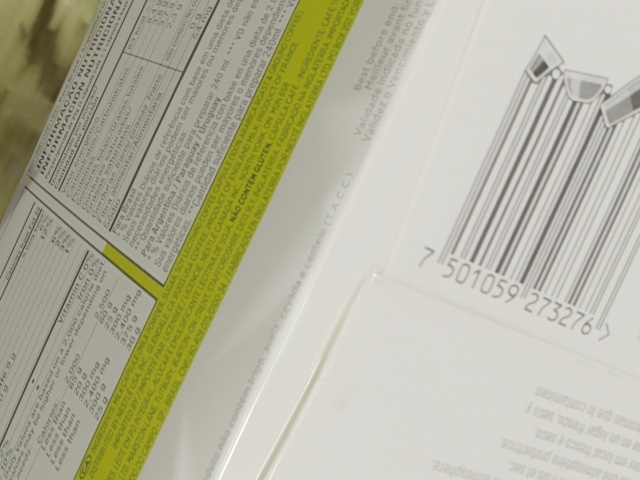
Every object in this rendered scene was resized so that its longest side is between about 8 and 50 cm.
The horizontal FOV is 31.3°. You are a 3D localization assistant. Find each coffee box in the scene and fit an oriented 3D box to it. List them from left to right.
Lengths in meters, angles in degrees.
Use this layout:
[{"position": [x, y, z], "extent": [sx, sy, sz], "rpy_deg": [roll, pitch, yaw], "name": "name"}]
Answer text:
[{"position": [0.039, 0.042, 0.601], "extent": [0.334, 0.338, 0.338], "rpy_deg": [27, -87, 58], "name": "coffee box"}]
